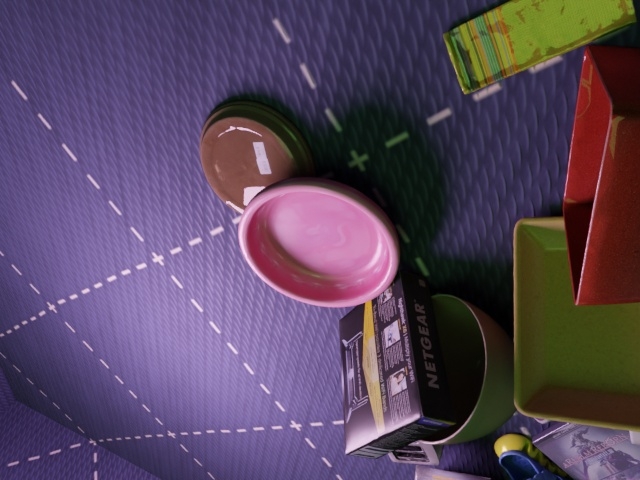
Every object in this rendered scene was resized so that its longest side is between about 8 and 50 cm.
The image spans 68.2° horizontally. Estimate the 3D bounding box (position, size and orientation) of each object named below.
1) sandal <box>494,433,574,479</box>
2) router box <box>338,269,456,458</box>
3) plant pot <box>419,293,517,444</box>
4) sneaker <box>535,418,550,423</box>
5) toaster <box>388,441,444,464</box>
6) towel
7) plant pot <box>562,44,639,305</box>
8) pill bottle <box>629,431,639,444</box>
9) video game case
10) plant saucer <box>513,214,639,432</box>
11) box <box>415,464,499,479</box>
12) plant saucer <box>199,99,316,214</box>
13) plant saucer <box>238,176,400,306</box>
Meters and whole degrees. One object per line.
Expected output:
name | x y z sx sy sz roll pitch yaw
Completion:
sandal | 0.555 0.605 1.126 0.317 0.138 0.126 28 129 4
router box | 0.138 0.252 0.970 0.081 0.309 0.243 19 137 -23
plant pot | 0.296 0.269 0.956 0.191 0.284 0.284 19 136 -24
sneaker | 0.502 0.219 0.913 0.152 0.114 0.305 2 120 -15
toaster | 0.230 0.477 1.216 0.186 0.110 0.168 -12 118 33
towel | 0.302 -0.301 0.674 0.237 0.021 0.102 -16 115 34
plant pot | 0.457 -0.087 0.595 0.236 0.267 0.267 4 125 20
pill bottle | 0.702 0.290 0.795 0.318 0.176 0.176 -8 119 31
video game case | 0.644 0.490 1.036 0.274 0.026 0.196 40 125 4
plant saucer | 0.492 0.127 0.758 0.333 0.081 0.333 -1 80 29
box | 0.367 0.632 1.224 0.183 0.056 0.231 -3 152 30
plant saucer | -0.143 -0.154 0.996 0.278 0.041 0.278 13 127 18
plant saucer | 0.000 0.000 0.976 0.332 0.084 0.332 8 132 9
